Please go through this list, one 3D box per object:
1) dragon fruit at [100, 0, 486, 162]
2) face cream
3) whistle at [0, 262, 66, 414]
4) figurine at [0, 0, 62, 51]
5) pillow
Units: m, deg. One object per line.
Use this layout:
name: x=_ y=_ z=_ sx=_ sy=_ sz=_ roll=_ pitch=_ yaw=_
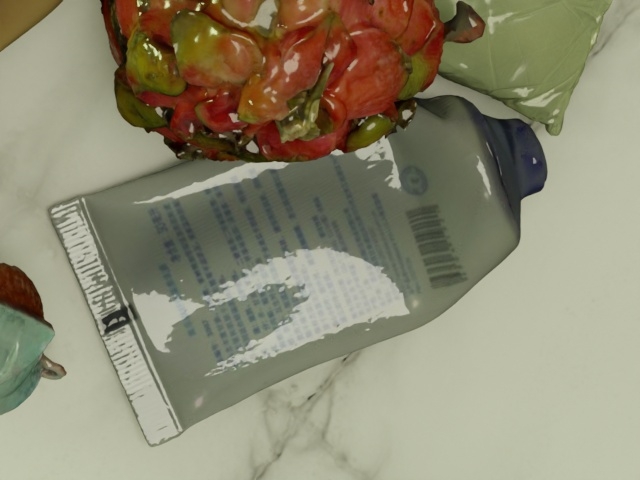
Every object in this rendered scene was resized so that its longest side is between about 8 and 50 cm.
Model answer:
dragon fruit: x=-0.036 y=-0.201 z=1.436 sx=0.314 sy=0.263 sz=0.296 roll=-16 pitch=104 yaw=3
face cream: x=0.000 y=0.000 z=1.615 sx=0.420 sy=0.137 sz=0.235 roll=-23 pitch=104 yaw=-4
whistle: x=-0.344 y=0.047 z=1.469 sx=0.346 sy=0.142 sz=0.134 roll=30 pitch=80 yaw=-34
figurine: x=-0.315 y=-0.152 z=1.417 sx=0.324 sy=0.222 sz=0.124 roll=-43 pitch=112 yaw=-7
pillow: x=0.149 y=-0.272 z=1.619 sx=0.274 sy=0.076 sz=0.281 roll=23 pitch=96 yaw=-16
